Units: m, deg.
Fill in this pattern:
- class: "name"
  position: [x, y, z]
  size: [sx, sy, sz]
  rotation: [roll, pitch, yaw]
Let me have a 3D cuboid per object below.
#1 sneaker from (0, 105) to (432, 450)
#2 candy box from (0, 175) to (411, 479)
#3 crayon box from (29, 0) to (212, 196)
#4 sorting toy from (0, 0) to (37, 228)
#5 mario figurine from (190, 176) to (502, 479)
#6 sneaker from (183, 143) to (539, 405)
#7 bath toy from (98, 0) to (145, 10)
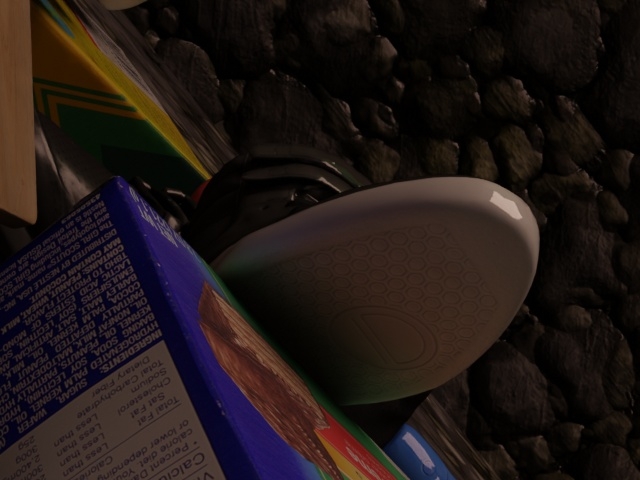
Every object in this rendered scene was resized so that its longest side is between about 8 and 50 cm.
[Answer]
- class: "sneaker"
  position: [-0.068, 0.022, 0.865]
  size: [0.341, 0.139, 0.125]
  rotation: [47, 8, -35]
- class: "candy box"
  position: [0.003, 0.162, 0.499]
  size: [0.268, 0.122, 0.317]
  rotation: [49, 5, -37]
- class: "crayon box"
  position: [-0.223, -0.152, 1.114]
  size: [0.202, 0.081, 0.318]
  rotation: [54, 4, 38]
- class: "sorting toy"
  position: [-0.182, -0.073, 0.662]
  size: [0.132, 0.046, 0.274]
  rotation: [32, 48, -62]
- class: "mario figurine"
  position: [0.021, 0.080, 1.048]
  size: [0.320, 0.198, 0.170]
  rotation: [55, 15, -16]
- class: "sneaker"
  position: [0.000, 0.000, 0.675]
  size: [0.104, 0.147, 0.296]
  rotation: [33, -35, -17]
- class: "bath toy"
  position: [-0.180, -0.249, 1.062]
  size: [0.129, 0.151, 0.348]
  rotation: [18, 3, -1]
